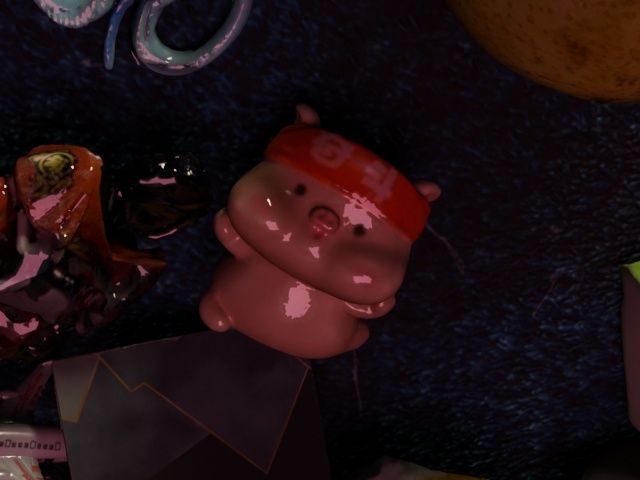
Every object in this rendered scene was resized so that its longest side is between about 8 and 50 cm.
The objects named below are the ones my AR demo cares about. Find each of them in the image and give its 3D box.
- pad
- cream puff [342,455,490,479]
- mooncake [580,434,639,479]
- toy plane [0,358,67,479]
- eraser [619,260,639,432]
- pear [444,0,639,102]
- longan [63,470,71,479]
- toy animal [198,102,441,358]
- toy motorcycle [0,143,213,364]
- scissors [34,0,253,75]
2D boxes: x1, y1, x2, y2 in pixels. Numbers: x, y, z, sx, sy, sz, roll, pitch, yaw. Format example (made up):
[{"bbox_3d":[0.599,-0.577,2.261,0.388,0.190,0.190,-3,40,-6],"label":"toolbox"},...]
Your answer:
[{"bbox_3d":[-0.107,0.161,1.123,0.243,0.004,0.163,-10,88,-28],"label":"pad"},{"bbox_3d":[0.107,0.388,1.224,0.275,0.378,0.378,-18,136,-48],"label":"cream puff"},{"bbox_3d":[0.391,0.295,1.212,0.306,0.306,0.154,-13,121,2],"label":"mooncake"},{"bbox_3d":[-0.258,0.177,1.110,0.171,0.162,0.065,-2,141,-18],"label":"toy plane"},{"bbox_3d":[0.425,0.084,1.194,0.274,0.092,0.210,-13,122,0],"label":"eraser"},{"bbox_3d":[0.202,-0.235,0.854,0.304,0.304,0.304,-3,122,-5],"label":"pear"},{"bbox_3d":[-0.154,0.287,1.197,0.197,0.196,0.220,-6,124,-3],"label":"longan"},{"bbox_3d":[0.000,0.000,1.056,0.171,0.171,0.197,16,122,-16],"label":"toy animal"},{"bbox_3d":[-0.274,0.042,1.054,0.207,0.134,0.401,17,133,-42],"label":"toy motorcycle"},{"bbox_3d":[-0.097,-0.295,0.932,0.180,0.032,0.393,16,118,-16],"label":"scissors"}]
